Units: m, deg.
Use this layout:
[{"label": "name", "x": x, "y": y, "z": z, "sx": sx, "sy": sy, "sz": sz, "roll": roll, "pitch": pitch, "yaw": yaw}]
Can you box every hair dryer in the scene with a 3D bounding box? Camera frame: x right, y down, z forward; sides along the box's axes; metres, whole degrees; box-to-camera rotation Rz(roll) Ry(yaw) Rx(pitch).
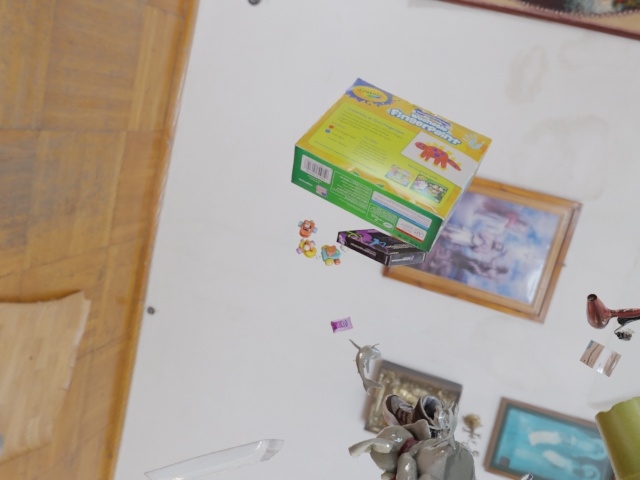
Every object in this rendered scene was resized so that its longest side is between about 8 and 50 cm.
[{"label": "hair dryer", "x": 1.115, "y": 0.268, "z": 2.246, "sx": 0.223, "sy": 0.294, "sz": 0.080, "roll": 123, "pitch": -18, "yaw": -44}]

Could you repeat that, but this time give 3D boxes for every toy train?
[{"label": "toy train", "x": 0.000, "y": 0.000, "z": 1.691, "sx": 0.125, "sy": 0.166, "sz": 0.046, "roll": -58, "pitch": 170, "yaw": -34}]

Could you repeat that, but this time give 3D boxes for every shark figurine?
[{"label": "shark figurine", "x": 0.186, "y": 0.444, "z": 2.257, "sx": 0.116, "sy": 0.166, "sz": 0.278, "roll": -39, "pitch": -172, "yaw": 21}]

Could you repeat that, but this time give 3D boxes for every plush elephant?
[{"label": "plush elephant", "x": 0.212, "y": 0.536, "z": 1.387, "sx": 0.272, "sy": 0.256, "sz": 0.329, "roll": 7, "pitch": 78, "yaw": -39}]

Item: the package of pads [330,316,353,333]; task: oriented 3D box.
[{"label": "package of pads", "x": 0.086, "y": 0.337, "z": 2.387, "sx": 0.032, "sy": 0.083, "sz": 0.050, "roll": 117, "pitch": -41, "yaw": -62}]

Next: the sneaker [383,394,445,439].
[{"label": "sneaker", "x": 0.270, "y": 0.481, "z": 1.669, "sx": 0.268, "sy": 0.101, "sz": 0.153, "roll": -128, "pitch": -126, "yaw": -61}]

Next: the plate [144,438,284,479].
[{"label": "plate", "x": -0.231, "y": 0.519, "z": 1.392, "sx": 0.277, "sy": 0.278, "sz": 0.045, "roll": 76, "pitch": -1, "yaw": -70}]

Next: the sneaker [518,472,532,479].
[{"label": "sneaker", "x": 0.561, "y": 0.717, "z": 1.670, "sx": 0.135, "sy": 0.058, "sz": 0.052, "roll": -55, "pitch": 156, "yaw": -4}]

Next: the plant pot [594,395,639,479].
[{"label": "plant pot", "x": 0.960, "y": 0.611, "z": 1.772, "sx": 0.276, "sy": 0.276, "sz": 0.253, "roll": 90, "pitch": -15, "yaw": -56}]

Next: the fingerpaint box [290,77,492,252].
[{"label": "fingerpaint box", "x": 0.201, "y": -0.225, "z": 1.695, "sx": 0.371, "sy": 0.445, "sz": 0.163, "roll": -53, "pitch": 165, "yaw": -35}]

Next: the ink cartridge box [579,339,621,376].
[{"label": "ink cartridge box", "x": 0.518, "y": 0.218, "z": 1.105, "sx": 0.048, "sy": 0.028, "sz": 0.083, "roll": -63, "pitch": 178, "yaw": 3}]

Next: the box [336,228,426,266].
[{"label": "box", "x": 0.130, "y": 0.013, "z": 1.282, "sx": 0.116, "sy": 0.162, "sz": 0.029, "roll": -5, "pitch": 113, "yaw": -42}]
